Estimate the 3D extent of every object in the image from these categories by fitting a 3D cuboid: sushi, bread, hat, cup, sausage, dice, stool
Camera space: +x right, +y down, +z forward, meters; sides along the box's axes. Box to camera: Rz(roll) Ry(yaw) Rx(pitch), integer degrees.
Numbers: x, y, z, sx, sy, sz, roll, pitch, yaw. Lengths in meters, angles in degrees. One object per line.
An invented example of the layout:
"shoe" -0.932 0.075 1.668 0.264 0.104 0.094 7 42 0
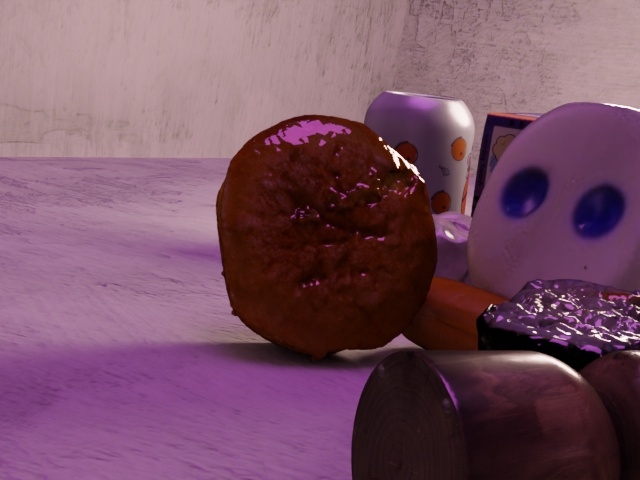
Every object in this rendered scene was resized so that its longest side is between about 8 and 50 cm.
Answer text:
"sushi" 0.264 0.143 1.351 0.210 0.171 0.350 7 8 11
"bread" 0.001 -0.006 1.663 0.312 0.312 0.172 4 -7 -19
"hat" 0.234 0.042 2.025 0.275 0.161 0.232 10 13 -6
"cup" 0.165 -0.108 2.381 0.212 0.318 0.212 6 9 -1
"sausage" 0.226 0.123 1.656 0.112 0.112 0.328 0 13 -39
"dice" 0.406 -0.005 1.782 0.277 0.304 0.304 26 -4 -39
"stool" 0.178 0.176 1.040 0.264 0.179 0.179 2 10 -25

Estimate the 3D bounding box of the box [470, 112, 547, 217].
"box" 0.459 -0.043 2.197 0.348 0.319 0.257 13 10 31
